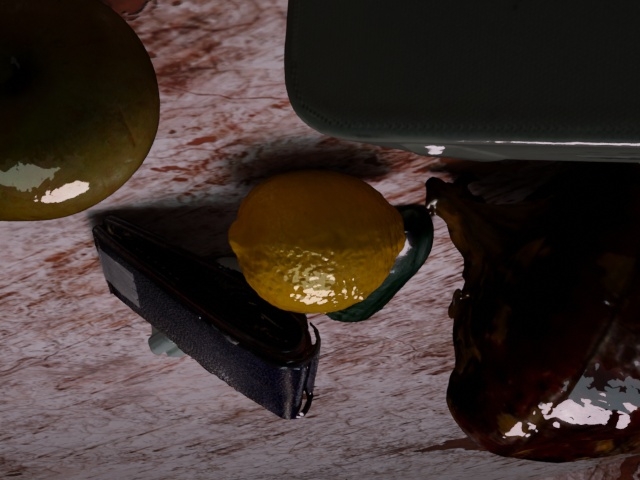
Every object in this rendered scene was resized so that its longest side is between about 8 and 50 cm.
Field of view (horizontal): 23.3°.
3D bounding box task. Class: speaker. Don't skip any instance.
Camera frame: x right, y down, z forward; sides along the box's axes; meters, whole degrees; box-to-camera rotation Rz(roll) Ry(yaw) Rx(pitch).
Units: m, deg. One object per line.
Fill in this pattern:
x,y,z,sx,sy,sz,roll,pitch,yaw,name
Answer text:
0.198,-0.134,0.981,0.406,0.183,0.184,2,177,26,speaker

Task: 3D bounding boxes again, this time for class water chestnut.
0.238,0.056,1.554,0.347,0.335,0.335,30,152,-11,water chestnut

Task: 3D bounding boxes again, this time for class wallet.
-0.116,0.079,1.629,0.262,0.071,0.221,30,163,9,wallet

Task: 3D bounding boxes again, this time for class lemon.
0.000,0.000,1.497,0.187,0.142,0.142,-4,163,-28,lemon

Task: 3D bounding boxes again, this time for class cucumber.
0.062,0.029,1.735,0.115,0.063,0.244,-3,160,-14,cucumber

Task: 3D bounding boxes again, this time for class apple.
-0.203,-0.094,1.093,0.182,0.182,0.155,-5,170,-5,apple

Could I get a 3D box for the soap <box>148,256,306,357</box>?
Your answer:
-0.114,0.082,1.815,0.119,0.066,0.198,8,157,-31,soap
